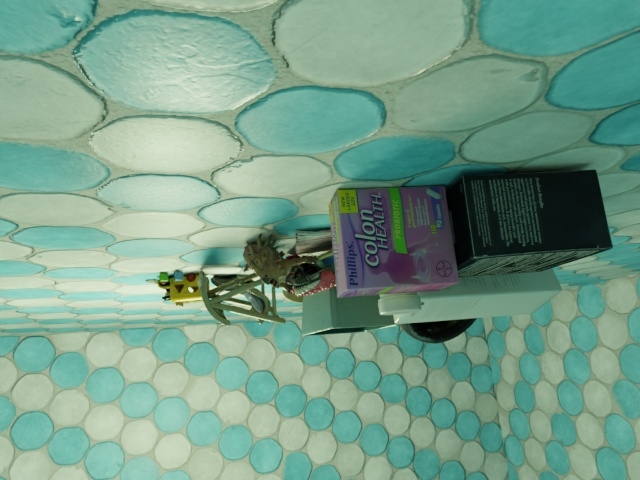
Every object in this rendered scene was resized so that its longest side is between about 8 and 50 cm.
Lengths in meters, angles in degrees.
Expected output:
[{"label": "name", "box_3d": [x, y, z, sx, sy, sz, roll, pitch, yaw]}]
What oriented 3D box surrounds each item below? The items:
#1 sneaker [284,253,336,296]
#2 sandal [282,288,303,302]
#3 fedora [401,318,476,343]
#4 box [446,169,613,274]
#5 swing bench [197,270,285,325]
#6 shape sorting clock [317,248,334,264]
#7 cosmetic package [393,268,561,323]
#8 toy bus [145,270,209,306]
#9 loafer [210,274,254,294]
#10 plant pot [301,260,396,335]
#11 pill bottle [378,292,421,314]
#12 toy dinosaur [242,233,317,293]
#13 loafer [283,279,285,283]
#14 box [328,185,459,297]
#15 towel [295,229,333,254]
[{"label": "sneaker", "box_3d": [-0.046, 0.099, 1.546, 0.120, 0.112, 0.299, -14, -177, -24]}, {"label": "sandal", "box_3d": [-0.057, 0.227, 2.250, 0.239, 0.088, 0.079, -5, 161, -23]}, {"label": "fedora", "box_3d": [0.380, 0.164, 1.738, 0.333, 0.334, 0.152, -2, -164, -13]}, {"label": "box", "box_3d": [0.418, -0.027, 1.187, 0.293, 0.183, 0.296, -3, 168, -7]}, {"label": "swing bench", "box_3d": [-0.261, 0.177, 1.690, 0.254, 0.165, 0.253, -3, -178, -14]}, {"label": "shape sorting clock", "box_3d": [0.086, 0.019, 1.465, 0.206, 0.040, 0.206, -23, 177, -1]}, {"label": "cosmetic package", "box_3d": [0.415, 0.090, 1.505, 0.452, 0.230, 0.162, -1, 146, -15]}, {"label": "toy bus", "box_3d": [-0.486, 0.177, 1.840, 0.190, 0.105, 0.202, 6, 162, -37]}, {"label": "loafer", "box_3d": [-0.320, 0.150, 1.925, 0.170, 0.062, 0.061, 17, 116, -43]}, {"label": "plant pot", "box_3d": [0.086, 0.165, 1.701, 0.247, 0.253, 0.248, 2, 165, -26]}, {"label": "pill bottle", "box_3d": [0.180, 0.053, 1.288, 0.136, 0.246, 0.136, -5, 167, -1]}, {"label": "toy dinosaur", "box_3d": [-0.153, 0.053, 1.435, 0.200, 0.127, 0.295, 27, 170, -38]}, {"label": "loafer", "box_3d": [-0.033, 0.126, 1.831, 0.268, 0.092, 0.102, 1, 165, -27]}, {"label": "box", "box_3d": [0.152, 0.003, 1.140, 0.242, 0.214, 0.117, -3, 167, -8]}, {"label": "towel", "box_3d": [0.000, 0.000, 1.472, 0.144, 0.029, 0.197, -7, 167, -4]}]
